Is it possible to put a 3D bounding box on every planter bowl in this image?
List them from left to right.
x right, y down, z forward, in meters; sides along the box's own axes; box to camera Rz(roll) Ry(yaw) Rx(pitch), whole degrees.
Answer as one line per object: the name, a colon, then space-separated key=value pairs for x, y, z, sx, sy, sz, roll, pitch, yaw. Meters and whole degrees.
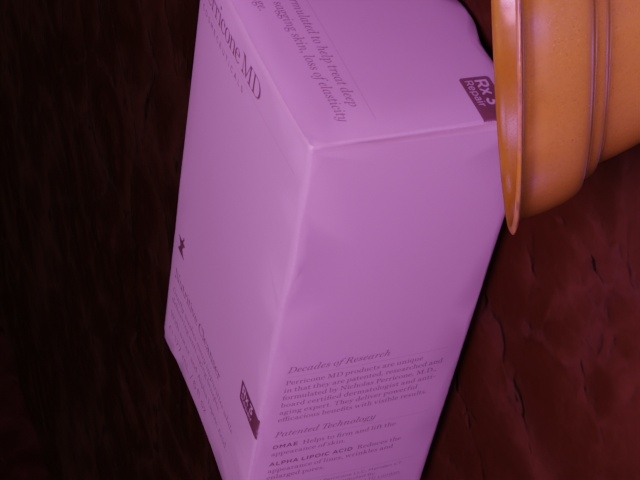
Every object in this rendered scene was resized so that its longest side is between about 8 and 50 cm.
planter bowl: x=0.129 y=-0.113 z=0.672 sx=0.217 sy=0.090 sz=0.217 roll=-3 pitch=-90 yaw=-86

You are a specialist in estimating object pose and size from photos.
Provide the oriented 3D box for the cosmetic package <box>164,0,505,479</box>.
cosmetic package: x=0.000 y=0.000 z=1.006 sx=0.385 sy=0.156 sz=0.217 roll=99 pitch=153 yaw=-43
